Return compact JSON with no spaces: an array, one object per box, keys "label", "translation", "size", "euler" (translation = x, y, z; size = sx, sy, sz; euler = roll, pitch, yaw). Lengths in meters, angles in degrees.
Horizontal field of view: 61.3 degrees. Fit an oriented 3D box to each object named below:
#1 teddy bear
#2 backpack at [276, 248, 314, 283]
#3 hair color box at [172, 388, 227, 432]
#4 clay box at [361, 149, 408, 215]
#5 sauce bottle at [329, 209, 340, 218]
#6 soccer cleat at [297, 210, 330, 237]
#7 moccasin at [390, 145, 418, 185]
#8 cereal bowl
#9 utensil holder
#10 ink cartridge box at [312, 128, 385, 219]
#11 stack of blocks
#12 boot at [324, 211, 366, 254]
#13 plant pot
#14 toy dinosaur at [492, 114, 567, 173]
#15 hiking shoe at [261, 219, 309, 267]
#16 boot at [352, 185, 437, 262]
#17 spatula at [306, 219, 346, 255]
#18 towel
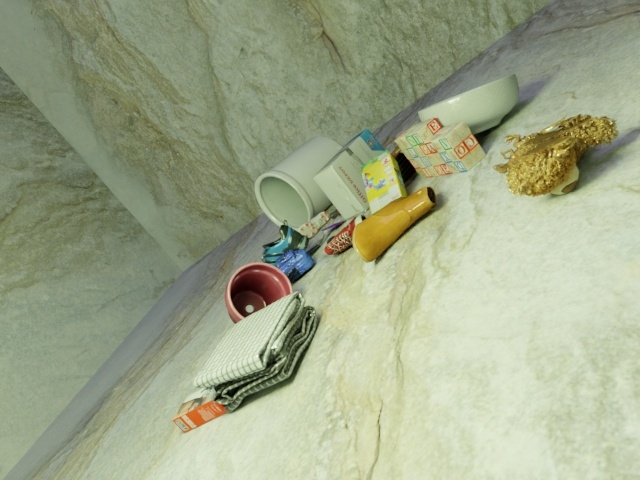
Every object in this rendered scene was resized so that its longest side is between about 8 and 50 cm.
[{"label":"teddy bear","translation":[0.508,-0.179,1.165],"size":[0.245,0.113,0.338],"euler":[-27,8,17]},{"label":"backpack","translation":[-0.089,0.081,1.888],"size":[0.120,0.101,0.098],"euler":[-35,19,2]},{"label":"hair color box","translation":[-0.291,0.417,1.381],"size":[0.167,0.053,0.093],"euler":[-34,14,27]},{"label":"clay box","translation":[0.216,-0.194,1.846],"size":[0.127,0.053,0.222],"euler":[-31,48,29]},{"label":"sauce bottle","translation":[0.094,-0.132,2.249],"size":[0.128,0.042,0.042],"euler":[-33,14,25]},{"label":"soccer cleat","translation":[-0.036,-0.059,2.320],"size":[0.196,0.068,0.076],"euler":[-39,5,-35]},{"label":"moccasin","translation":[0.320,-0.297,1.974],"size":[0.380,0.139,0.147],"euler":[-42,14,-14]},{"label":"cereal bowl","translation":[0.513,-0.438,1.835],"size":[0.339,0.141,0.339],"euler":[-22,9,4]},{"label":"utensil holder","translation":[-0.068,-0.279,2.579],"size":[0.385,0.327,0.328],"euler":[-46,15,-34]},{"label":"ink cartridge box","translation":[0.146,-0.264,2.150],"size":[0.129,0.223,0.307],"euler":[-24,19,48]},{"label":"stack of blocks","translation":[0.381,-0.304,1.757],"size":[0.087,0.171,0.297],"euler":[-42,13,-12]},{"label":"boot","translation":[0.088,-0.002,1.724],"size":[0.176,0.088,0.244],"euler":[-38,5,5]},{"label":"plant pot","translation":[-0.205,0.190,1.667],"size":[0.201,0.201,0.180],"euler":[-47,-1,-32]},{"label":"toy dinosaur","translation":[0.543,-0.251,1.409],"size":[0.211,0.064,0.112],"euler":[-44,29,17]},{"label":"hiking shoe","translation":[-0.178,0.073,2.022],"size":[0.304,0.132,0.113],"euler":[-51,9,7]},{"label":"boot","translation":[0.217,-0.061,1.519],"size":[0.211,0.104,0.295],"euler":[-31,11,32]},{"label":"spatula","translation":[0.000,0.000,2.075],"size":[0.084,0.030,0.296],"euler":[-17,24,49]},{"label":"towel","translation":[-0.145,0.273,1.337],"size":[0.235,0.121,0.283],"euler":[-28,16,27]}]
